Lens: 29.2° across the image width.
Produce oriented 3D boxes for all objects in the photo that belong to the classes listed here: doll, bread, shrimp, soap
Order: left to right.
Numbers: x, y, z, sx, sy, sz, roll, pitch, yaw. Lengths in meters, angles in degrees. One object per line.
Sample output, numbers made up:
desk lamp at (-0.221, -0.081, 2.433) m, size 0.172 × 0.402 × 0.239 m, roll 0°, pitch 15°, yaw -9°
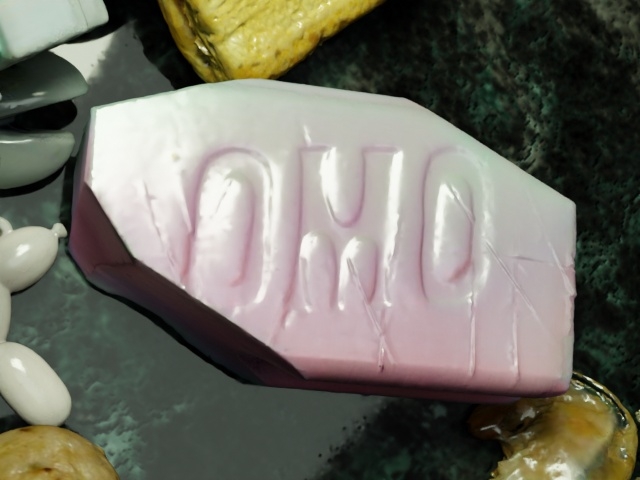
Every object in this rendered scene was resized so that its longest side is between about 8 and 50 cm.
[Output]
doll at (-0.241, -0.083, 0.742) m, size 0.195 × 0.258 × 0.153 m, roll -44°, pitch 117°, yaw -51°
doll at (-0.225, 0.054, 0.775) m, size 0.161 × 0.059 × 0.160 m, roll -19°, pitch 92°, yaw -16°
bread at (-0.011, -0.193, 0.842) m, size 0.211 × 0.083 × 0.114 m, roll -35°, pitch 117°, yaw -17°
soap at (0.000, 0.000, 0.812) m, size 0.324 × 0.109 × 0.193 m, roll 7°, pitch 78°, yaw -14°
shrimp at (0.113, 0.196, 0.862) m, size 0.262 × 0.066 × 0.117 m, roll -36°, pitch 56°, yaw -17°

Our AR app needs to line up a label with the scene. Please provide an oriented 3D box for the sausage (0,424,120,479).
sausage at (-0.223, 0.351, 0.705) m, size 0.123 × 0.136 × 0.501 m, roll 17°, pitch 82°, yaw 8°

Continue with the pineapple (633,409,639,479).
pineapple at (0.283, 0.163, 0.888) m, size 0.137 × 0.161 × 0.176 m, roll -33°, pitch 100°, yaw 21°
